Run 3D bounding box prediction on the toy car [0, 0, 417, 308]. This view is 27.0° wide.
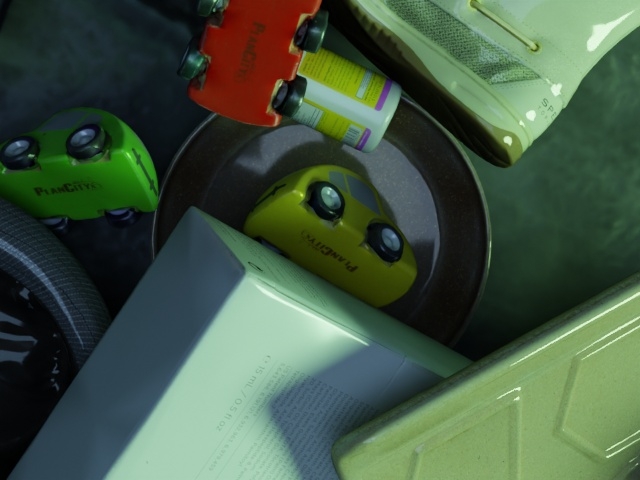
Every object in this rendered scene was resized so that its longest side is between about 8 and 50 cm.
[{"bbox_3d":[-0.075,-0.050,0.713,0.225,0.053,0.239,-6,134,18],"label":"toy car"}]

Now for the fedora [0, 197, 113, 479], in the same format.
[{"bbox_3d":[-0.248,0.071,0.752,0.276,0.124,0.243,2,102,-10],"label":"fedora"}]

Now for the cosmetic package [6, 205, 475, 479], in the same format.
[{"bbox_3d":[-0.052,0.208,0.738,0.284,0.097,0.377,31,98,-31],"label":"cosmetic package"}]

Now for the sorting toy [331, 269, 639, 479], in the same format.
[{"bbox_3d":[0.080,0.150,0.699,0.307,0.041,0.229,-28,127,-12],"label":"sorting toy"}]

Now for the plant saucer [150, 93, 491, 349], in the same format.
[{"bbox_3d":[0.000,0.000,0.790,0.199,0.036,0.198,0,100,-1],"label":"plant saucer"}]

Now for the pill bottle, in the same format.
[{"bbox_3d":[0.000,-0.084,0.735,0.083,0.043,0.043,25,98,-4],"label":"pill bottle"}]

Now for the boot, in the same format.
[{"bbox_3d":[0.084,-0.166,0.743,0.165,0.077,0.213,-43,78,-6],"label":"boot"}]
